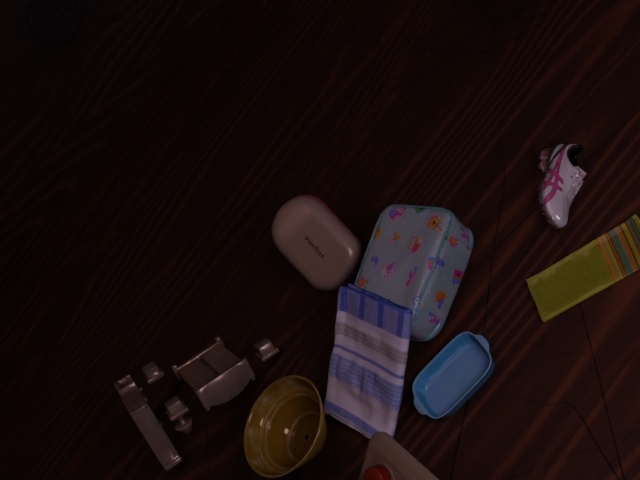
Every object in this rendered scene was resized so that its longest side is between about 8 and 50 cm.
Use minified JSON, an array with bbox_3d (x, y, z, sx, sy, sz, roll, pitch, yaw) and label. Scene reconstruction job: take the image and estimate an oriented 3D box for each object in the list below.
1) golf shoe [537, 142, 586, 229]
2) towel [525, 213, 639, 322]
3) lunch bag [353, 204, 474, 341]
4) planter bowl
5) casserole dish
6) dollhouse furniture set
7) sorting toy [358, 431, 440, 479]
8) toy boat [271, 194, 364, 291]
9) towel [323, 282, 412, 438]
[{"bbox_3d":[0.463,-0.109,1.723,0.086,0.067,0.186,-16,53,36],"label":"golf shoe"},{"bbox_3d":[0.486,0.051,1.627,0.237,0.021,0.102,-35,43,24],"label":"towel"},{"bbox_3d":[0.182,0.060,1.862,0.224,0.108,0.279,5,68,49],"label":"lunch bag"},{"bbox_3d":[-0.053,0.399,1.880,0.217,0.090,0.217,-25,47,31],"label":"planter bowl"},{"bbox_3d":[0.255,0.259,1.706,0.188,0.037,0.114,-47,40,10],"label":"casserole dish"},{"bbox_3d":[-0.279,0.363,2.178,0.355,0.174,0.303,-32,22,-16],"label":"dollhouse furniture set"},{"bbox_3d":[0.145,0.493,1.501,0.307,0.041,0.229,35,114,49],"label":"sorting toy"},{"bbox_3d":[0.000,0.000,2.068,0.151,0.151,0.231,-44,83,14],"label":"toy boat"},{"bbox_3d":[0.089,0.245,1.793,0.209,0.034,0.285,21,107,49],"label":"towel"}]
